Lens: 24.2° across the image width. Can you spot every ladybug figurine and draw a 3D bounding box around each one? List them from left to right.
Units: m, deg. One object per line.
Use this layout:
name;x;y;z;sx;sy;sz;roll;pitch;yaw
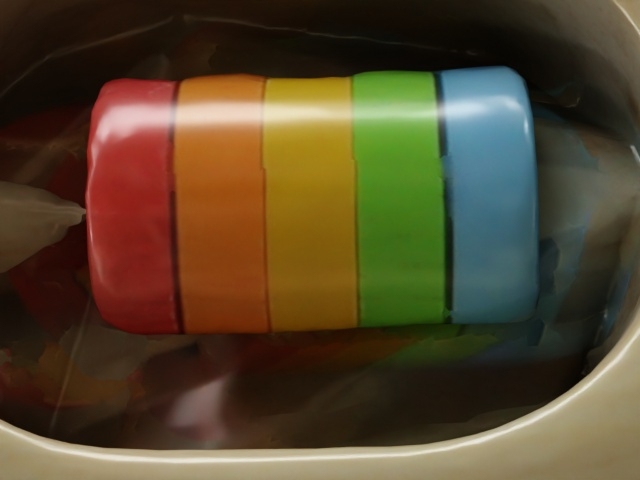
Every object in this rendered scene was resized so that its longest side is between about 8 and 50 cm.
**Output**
ladybug figurine;0.000;0.000;0.543;0.449;0.305;0.162;2;-19;2
